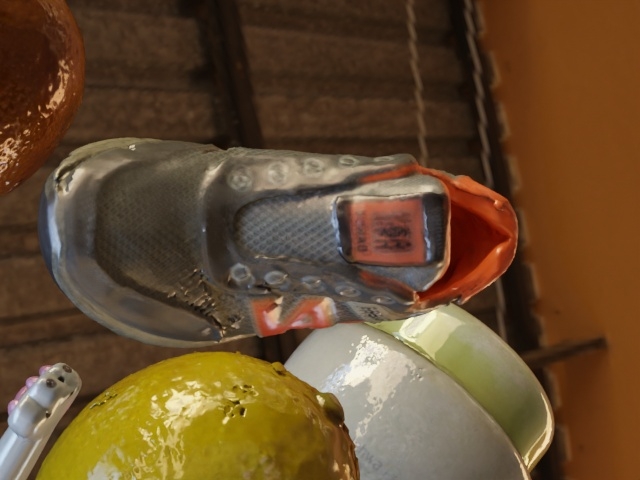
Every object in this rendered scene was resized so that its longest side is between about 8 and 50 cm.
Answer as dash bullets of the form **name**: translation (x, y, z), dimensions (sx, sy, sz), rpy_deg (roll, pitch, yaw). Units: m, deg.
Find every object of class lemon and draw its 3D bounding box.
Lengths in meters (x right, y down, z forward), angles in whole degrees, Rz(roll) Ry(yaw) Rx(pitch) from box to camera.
- **lemon**: translation (-0.098, 0.206, 0.986), dimensions (0.263, 0.236, 0.236), rpy_deg (-33, -70, -17)

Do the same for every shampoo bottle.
- **shampoo bottle**: translation (0.083, 0.241, 1.483), dimensions (0.317, 0.322, 0.322), rpy_deg (-48, -59, -20)

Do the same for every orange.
- **orange**: translation (-0.331, -0.160, 1.129), dimensions (0.264, 0.264, 0.264), rpy_deg (19, -114, -49)

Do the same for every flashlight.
- **flashlight**: translation (-0.298, 0.199, 1.295), dimensions (0.047, 0.200, 0.093), rpy_deg (36, -149, 4)

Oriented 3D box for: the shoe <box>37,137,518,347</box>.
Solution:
- **shoe**: translation (0.000, 0.000, 0.819), dimensions (0.336, 0.171, 0.132), rpy_deg (3, -95, -40)
